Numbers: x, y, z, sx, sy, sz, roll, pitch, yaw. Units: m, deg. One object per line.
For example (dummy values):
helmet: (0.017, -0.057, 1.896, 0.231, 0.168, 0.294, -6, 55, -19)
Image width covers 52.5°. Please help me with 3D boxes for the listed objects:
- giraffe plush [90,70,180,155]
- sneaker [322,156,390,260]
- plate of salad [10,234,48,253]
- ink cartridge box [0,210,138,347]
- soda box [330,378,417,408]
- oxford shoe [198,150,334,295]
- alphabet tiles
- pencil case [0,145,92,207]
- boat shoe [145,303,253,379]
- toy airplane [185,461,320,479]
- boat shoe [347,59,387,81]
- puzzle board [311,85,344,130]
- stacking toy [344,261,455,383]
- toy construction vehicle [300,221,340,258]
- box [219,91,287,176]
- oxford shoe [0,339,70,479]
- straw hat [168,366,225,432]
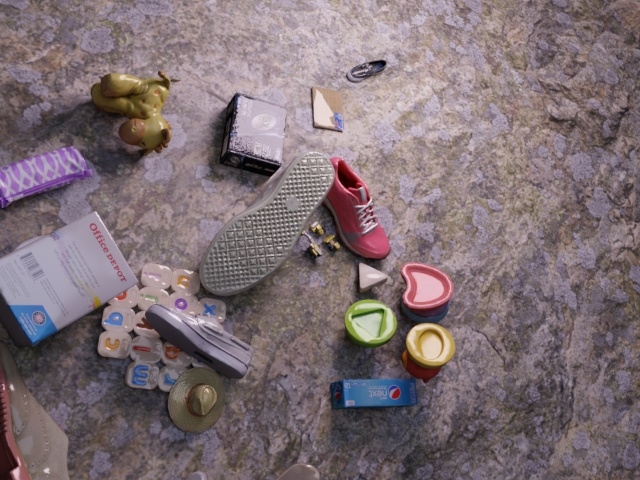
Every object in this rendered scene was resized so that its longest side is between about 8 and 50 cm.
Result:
giraffe plush: (-0.423, -0.291, 1.534, 0.210, 0.181, 0.170, -9, 88, -11)
sneaker: (0.090, -0.084, 1.726, 0.116, 0.136, 0.314, -35, 90, -31)
plate of salad: (-0.574, 0.080, 1.389, 0.200, 0.048, 0.199, 9, 68, -23)
ink cartridge box: (-0.523, 0.079, 1.290, 0.233, 0.168, 0.171, -33, 99, -34)
soda box: (0.135, 0.383, 1.619, 0.210, 0.071, 0.067, 6, 70, -25)
oxford shoe: (-0.130, -0.038, 1.612, 0.169, 0.130, 0.449, 43, 70, -12)
alphabet tiles: (-0.354, 0.197, 1.471, 0.278, 0.021, 0.284, 13, 67, -25)
pencil case: (-0.618, -0.140, 1.421, 0.206, 0.086, 0.088, -29, 52, -30)
boat shoe: (-0.263, 0.208, 1.450, 0.267, 0.096, 0.088, 35, 55, -15)
toy airplane: (-0.177, 0.647, 1.277, 0.272, 0.386, 0.384, 51, 34, -55)
boat shoe: (0.142, -0.520, 1.964, 0.142, 0.040, 0.049, -25, 85, -31)
puzzle board: (0.021, -0.379, 1.871, 0.096, 0.011, 0.128, 6, 70, -26)
stacking toy: (0.207, 0.210, 1.705, 0.280, 0.130, 0.309, 10, 50, 5)
toy construction vehicle: (0.000, 0.000, 1.710, 0.086, 0.035, 0.098, -36, 90, -32)
box: (-0.174, -0.275, 1.697, 0.147, 0.077, 0.180, 14, 66, -22)
oxford shoe: (-0.583, 0.371, 1.257, 0.146, 0.140, 0.397, 4, 62, -58)
straw hat: (-0.259, 0.350, 1.426, 0.144, 0.061, 0.144, 7, 77, -33)
